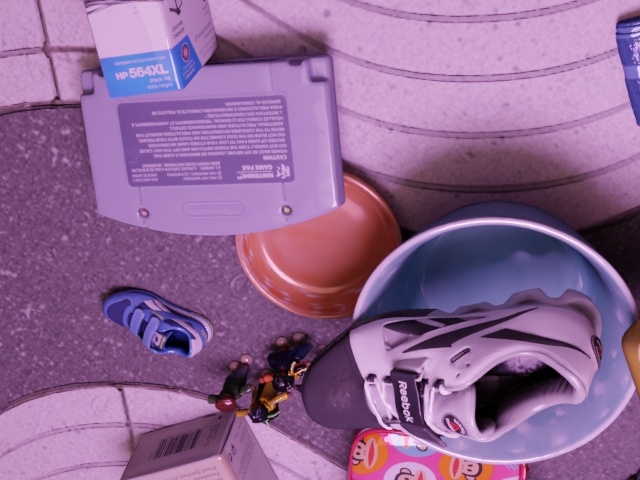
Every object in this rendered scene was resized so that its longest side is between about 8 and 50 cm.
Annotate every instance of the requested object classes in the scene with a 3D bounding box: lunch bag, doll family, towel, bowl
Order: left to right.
[{"bbox_3d":[-0.047,0.178,1.403,0.193,0.111,0.076,-30,108,23],"label":"doll family"},{"bbox_3d":[0.158,0.339,1.443,0.258,0.120,0.293,10,119,5],"label":"lunch bag"},{"bbox_3d":[0.198,0.080,1.273,0.312,0.163,0.311,4,118,8],"label":"bowl"},{"bbox_3d":[0.351,-0.178,1.182,0.067,0.029,0.119,-12,115,18],"label":"towel"}]

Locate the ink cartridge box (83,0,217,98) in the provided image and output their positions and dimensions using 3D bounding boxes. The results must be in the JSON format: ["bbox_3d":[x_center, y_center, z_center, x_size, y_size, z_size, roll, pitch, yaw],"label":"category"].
[{"bbox_3d":[-0.183,-0.269,1.170,0.086,0.148,0.203,-4,117,14],"label":"ink cartridge box"}]

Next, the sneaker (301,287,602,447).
[{"bbox_3d":[0.120,0.145,1.151,0.331,0.146,0.122,-19,114,22],"label":"sneaker"}]

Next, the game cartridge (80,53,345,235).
[{"bbox_3d":[-0.120,-0.104,1.275,0.294,0.060,0.196,0,103,16],"label":"game cartridge"}]

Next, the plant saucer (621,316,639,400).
[{"bbox_3d":[0.449,0.132,1.206,0.081,0.333,0.332,17,138,52],"label":"plant saucer"}]

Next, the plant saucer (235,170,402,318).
[{"bbox_3d":[0.000,0.000,1.342,0.200,0.037,0.200,5,119,9],"label":"plant saucer"}]

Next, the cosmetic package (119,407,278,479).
[{"bbox_3d":[-0.124,0.394,1.533,0.160,0.113,0.309,-19,112,19],"label":"cosmetic package"}]

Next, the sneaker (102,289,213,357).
[{"bbox_3d":[-0.209,0.106,1.426,0.144,0.059,0.053,18,122,2],"label":"sneaker"}]

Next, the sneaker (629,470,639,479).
[{"bbox_3d":[0.376,0.389,1.439,0.267,0.101,0.106,-38,108,26],"label":"sneaker"}]
